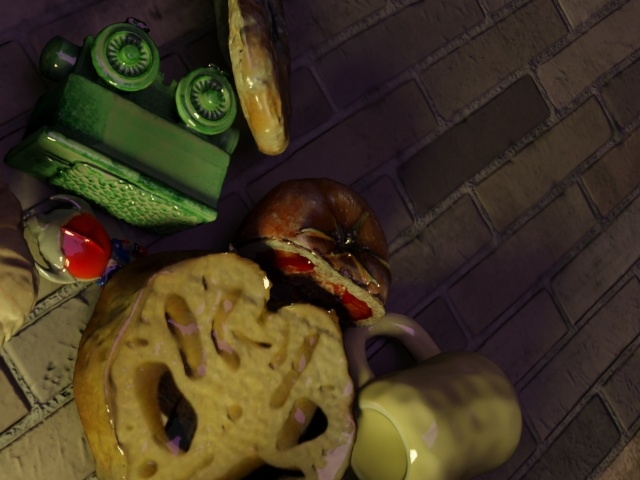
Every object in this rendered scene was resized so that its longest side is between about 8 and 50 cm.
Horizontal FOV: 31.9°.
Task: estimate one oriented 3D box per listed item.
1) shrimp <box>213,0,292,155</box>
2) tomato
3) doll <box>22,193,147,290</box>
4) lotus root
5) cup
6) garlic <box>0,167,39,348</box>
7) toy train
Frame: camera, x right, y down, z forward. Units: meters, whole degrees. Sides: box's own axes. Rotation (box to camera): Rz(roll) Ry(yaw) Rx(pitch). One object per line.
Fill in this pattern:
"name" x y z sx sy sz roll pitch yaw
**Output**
"shrimp" -0.104 -0.321 1.475 0.109 0.221 0.446 -12 71 2
"tomato" 0.000 0.000 1.461 0.214 0.180 0.155 36 54 -28
"doll" -0.275 0.013 1.326 0.194 0.062 0.104 33 77 -34
"lotus root" -0.123 0.203 1.344 0.390 0.111 0.375 46 60 -27
"cup" 0.135 0.210 1.501 0.202 0.173 0.255 -13 86 -40
"garlic" -0.427 0.024 1.084 0.317 0.259 0.318 15 64 -34
"toy train" -0.224 -0.138 1.350 0.266 0.145 0.202 27 66 -28
